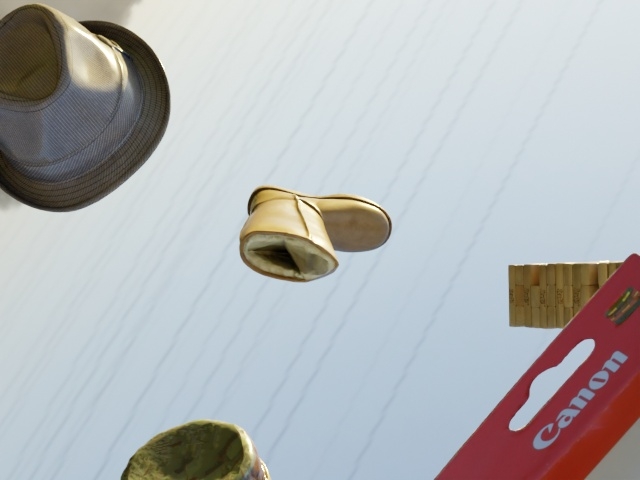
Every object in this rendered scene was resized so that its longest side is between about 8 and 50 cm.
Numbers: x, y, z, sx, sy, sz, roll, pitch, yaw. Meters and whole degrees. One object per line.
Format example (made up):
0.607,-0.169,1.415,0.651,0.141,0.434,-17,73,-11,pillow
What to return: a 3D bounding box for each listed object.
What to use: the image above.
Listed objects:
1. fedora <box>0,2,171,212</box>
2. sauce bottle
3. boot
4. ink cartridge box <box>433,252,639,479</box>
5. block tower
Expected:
-0.313,-0.176,1.295,0.243,0.124,0.275,-38,-128,0,fedora
-0.059,0.296,0.897,0.111,0.344,0.111,-10,-146,7,sauce bottle
0.000,0.000,1.591,0.269,0.236,0.089,-105,-157,-75,boot
0.338,0.218,1.139,0.308,0.385,0.091,-51,-141,11,ink cartridge box
0.377,0.070,1.443,0.335,0.091,0.097,-1,-89,62,block tower
